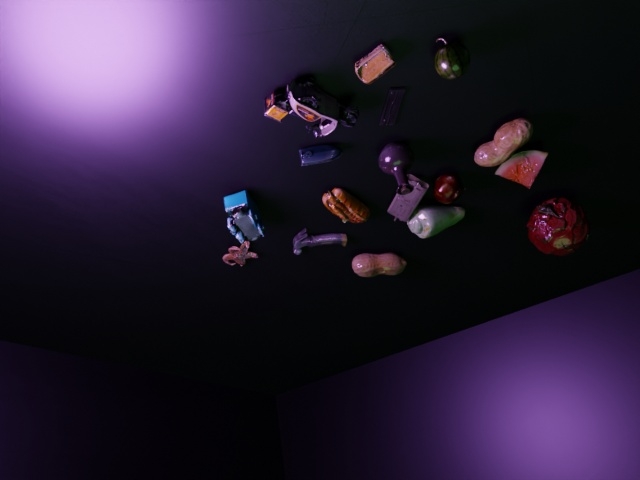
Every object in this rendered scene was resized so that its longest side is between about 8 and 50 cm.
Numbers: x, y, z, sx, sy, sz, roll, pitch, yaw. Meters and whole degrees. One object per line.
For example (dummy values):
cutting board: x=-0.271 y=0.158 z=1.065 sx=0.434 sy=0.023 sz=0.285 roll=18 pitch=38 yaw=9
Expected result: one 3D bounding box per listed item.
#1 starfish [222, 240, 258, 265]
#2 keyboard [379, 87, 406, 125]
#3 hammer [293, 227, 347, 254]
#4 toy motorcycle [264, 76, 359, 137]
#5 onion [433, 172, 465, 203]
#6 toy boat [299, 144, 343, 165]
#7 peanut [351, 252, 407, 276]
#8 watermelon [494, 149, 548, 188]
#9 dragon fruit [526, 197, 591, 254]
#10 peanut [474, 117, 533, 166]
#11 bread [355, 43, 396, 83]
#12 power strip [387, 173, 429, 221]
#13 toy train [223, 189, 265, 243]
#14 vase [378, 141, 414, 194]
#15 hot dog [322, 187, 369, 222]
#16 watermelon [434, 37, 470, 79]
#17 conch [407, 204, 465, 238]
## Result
starfish: x=-0.334 y=0.058 z=2.220 sx=0.150 sy=0.053 sz=0.210 roll=2 pitch=154 yaw=2
keyboard: x=0.219 y=-0.405 z=1.624 sx=0.053 sy=0.010 sz=0.155 roll=-5 pitch=150 yaw=-11
hammer: x=0.000 y=0.000 z=2.219 sx=0.226 sy=0.041 sz=0.159 roll=-4 pitch=151 yaw=-11
toy motorcycle: x=-0.015 y=-0.371 z=1.534 sx=0.263 sy=0.091 sz=0.157 roll=17 pitch=148 yaw=-36
onion: x=0.470 y=-0.189 z=1.977 sx=0.118 sy=0.119 sz=0.117 roll=-15 pitch=128 yaw=7
toy boat: x=0.004 y=-0.279 z=1.726 sx=0.141 sy=0.055 sz=0.060 roll=-10 pitch=173 yaw=-2
peanut: x=0.267 y=0.115 z=2.435 sx=0.274 sy=0.111 sz=0.125 roll=1 pitch=153 yaw=-19
watermelon: x=0.726 y=-0.266 z=1.958 sx=0.145 sy=0.137 sz=0.193 roll=23 pitch=152 yaw=12
dragon fruit: x=1.015 y=-0.057 z=2.256 sx=0.298 sy=0.245 sz=0.244 roll=2 pitch=148 yaw=-26
peanut: x=0.620 y=-0.326 z=1.809 sx=0.103 sy=0.098 sz=0.229 roll=40 pitch=136 yaw=-1
bread: x=0.146 y=-0.474 z=1.443 sx=0.106 sy=0.053 sz=0.072 roll=-30 pitch=122 yaw=26
power strip: x=0.326 y=-0.149 z=2.038 sx=0.092 sy=0.034 sz=0.268 roll=29 pitch=146 yaw=5
toy train: x=-0.267 y=-0.083 z=1.876 sx=0.107 sy=0.155 sz=0.198 roll=-18 pitch=151 yaw=6
vase: x=0.259 y=-0.233 z=1.759 sx=0.120 sy=0.183 sz=0.120 roll=-7 pitch=149 yaw=-4
hot dog: x=0.096 y=-0.122 z=2.008 sx=0.104 sy=0.076 sz=0.250 roll=-26 pitch=149 yaw=26
watermelon: x=0.355 y=-0.489 z=1.440 sx=0.108 sy=0.109 sz=0.109 roll=-8 pitch=150 yaw=-5
conch: x=0.455 y=-0.083 z=2.176 sx=0.250 sy=0.137 sz=0.144 roll=-11 pitch=129 yaw=-40
